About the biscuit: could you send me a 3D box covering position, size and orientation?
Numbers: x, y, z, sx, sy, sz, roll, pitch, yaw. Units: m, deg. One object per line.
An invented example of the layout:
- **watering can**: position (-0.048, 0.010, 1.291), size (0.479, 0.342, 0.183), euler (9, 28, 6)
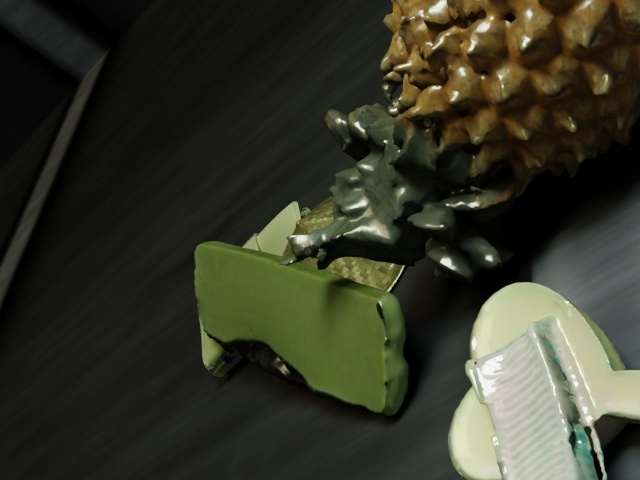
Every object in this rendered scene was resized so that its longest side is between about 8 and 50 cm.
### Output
- **biscuit**: position (-0.026, 0.063, 0.946), size (0.322, 0.038, 0.099), euler (14, 108, 59)

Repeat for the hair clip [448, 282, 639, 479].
- **hair clip**: position (0.131, 0.104, 0.624), size (0.159, 0.071, 0.218), euler (-38, 33, 28)

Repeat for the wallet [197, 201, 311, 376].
- **wallet**: position (-0.056, 0.046, 1.096), size (0.155, 0.039, 0.110), euler (-43, 36, 25)

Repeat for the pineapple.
- **pineapple**: position (0.112, -0.094, 0.790), size (0.357, 0.223, 0.223), euler (-56, 21, 19)

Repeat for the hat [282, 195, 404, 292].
- **hat**: position (0.000, 0.000, 0.971), size (0.146, 0.067, 0.146), euler (-24, 48, 30)
